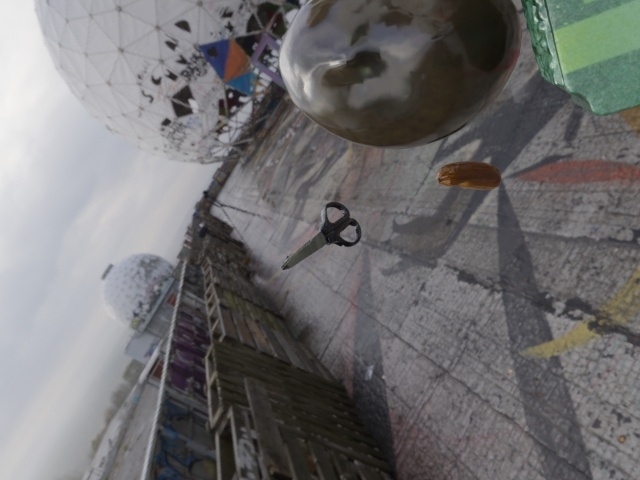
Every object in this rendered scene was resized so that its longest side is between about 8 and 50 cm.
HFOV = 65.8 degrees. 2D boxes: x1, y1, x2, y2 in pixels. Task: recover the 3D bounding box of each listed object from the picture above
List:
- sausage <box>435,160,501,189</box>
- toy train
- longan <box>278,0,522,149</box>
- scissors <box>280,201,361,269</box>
[{"bbox_3d":[0.292,-0.128,0.966,0.062,0.183,0.054,37,121,51],"label":"sausage"},{"bbox_3d":[0.341,-0.286,0.522,0.238,0.299,0.167,-16,15,22],"label":"toy train"},{"bbox_3d":[0.112,-0.267,0.732,0.288,0.349,0.289,-6,-90,-79],"label":"longan"},{"bbox_3d":[0.000,0.000,0.994,0.022,0.109,0.300,-37,0,36],"label":"scissors"}]
